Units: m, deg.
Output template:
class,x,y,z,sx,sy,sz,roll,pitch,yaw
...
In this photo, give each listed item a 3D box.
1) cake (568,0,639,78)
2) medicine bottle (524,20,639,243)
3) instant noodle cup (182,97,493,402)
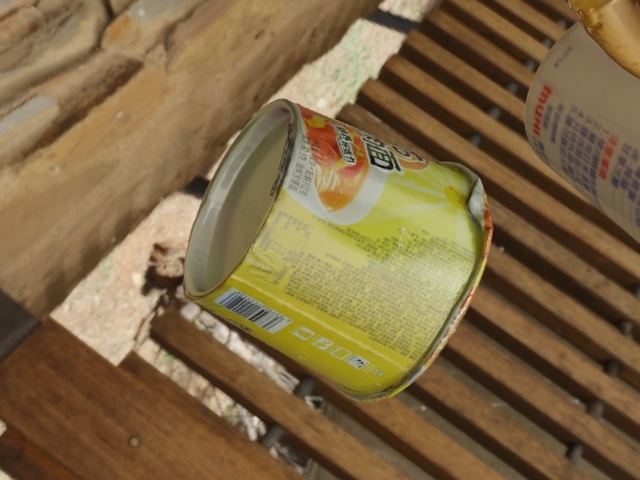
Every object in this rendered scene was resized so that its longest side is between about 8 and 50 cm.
class,x,y,z,sx,sy,sz,roll,pitch,yaw
cake,0.197,-0.134,0.300,0.225,0.090,0.109,4,-106,58
medicine bottle,0.257,-0.012,0.417,0.130,0.130,0.341,-56,-143,20
instant noodle cup,0.000,0.000,0.748,0.264,0.200,0.264,-46,-151,36
